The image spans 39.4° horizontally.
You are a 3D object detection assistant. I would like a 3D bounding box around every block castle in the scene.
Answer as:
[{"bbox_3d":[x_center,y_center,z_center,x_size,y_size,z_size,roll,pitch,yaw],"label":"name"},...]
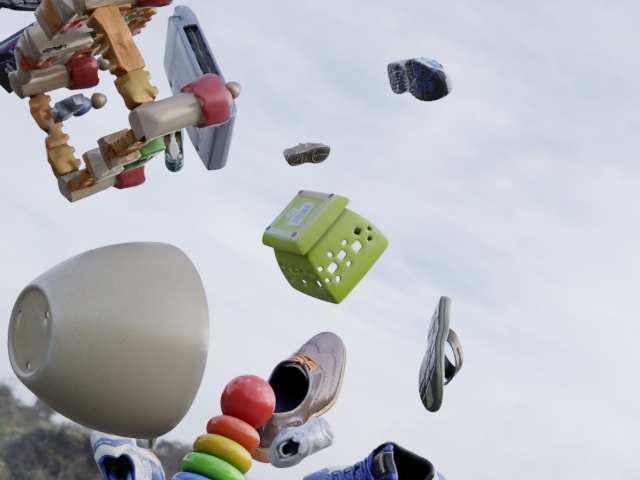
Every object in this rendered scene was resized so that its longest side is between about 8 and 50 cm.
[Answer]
[{"bbox_3d":[-0.345,-0.270,1.556,0.453,0.213,0.303,-23,-87,55],"label":"block castle"}]

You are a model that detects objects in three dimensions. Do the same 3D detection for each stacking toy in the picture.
[{"bbox_3d":[-0.159,0.355,1.379,0.141,0.330,0.141,20,-29,11],"label":"stacking toy"}]

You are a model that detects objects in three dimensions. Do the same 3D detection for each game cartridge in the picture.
[{"bbox_3d":[-0.246,-0.300,1.804,0.062,0.297,0.198,-16,-26,-19],"label":"game cartridge"}]

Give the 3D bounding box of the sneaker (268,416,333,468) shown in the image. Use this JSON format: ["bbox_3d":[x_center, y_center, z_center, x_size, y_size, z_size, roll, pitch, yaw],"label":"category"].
[{"bbox_3d":[-0.044,0.290,1.260,0.061,0.053,0.152,-17,-16,-37],"label":"sneaker"}]

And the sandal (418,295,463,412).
[{"bbox_3d":[0.294,0.260,2.089,0.086,0.302,0.120,18,-37,-3],"label":"sandal"}]

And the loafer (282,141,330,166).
[{"bbox_3d":[-0.035,-0.225,2.267,0.148,0.056,0.050,-11,42,-43],"label":"loafer"}]

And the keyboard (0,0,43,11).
[{"bbox_3d":[-0.563,-0.565,1.691,0.202,0.317,0.033,-12,-19,-45],"label":"keyboard"}]

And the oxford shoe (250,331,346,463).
[{"bbox_3d":[-0.030,0.274,1.747,0.130,0.363,0.132,23,-54,11],"label":"oxford shoe"}]

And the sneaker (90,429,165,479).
[{"bbox_3d":[-0.430,0.508,1.963,0.112,0.131,0.296,-19,-49,5],"label":"sneaker"}]

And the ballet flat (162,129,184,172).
[{"bbox_3d":[-0.405,-0.282,2.461,0.070,0.188,0.070,-11,-16,-3],"label":"ballet flat"}]

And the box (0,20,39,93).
[{"bbox_3d":[-0.594,-0.372,1.805,0.029,0.162,0.116,61,1,24],"label":"box"}]

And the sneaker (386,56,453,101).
[{"bbox_3d":[0.194,-0.303,1.628,0.081,0.080,0.211,-17,22,-13],"label":"sneaker"}]

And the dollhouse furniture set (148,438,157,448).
[{"bbox_3d":[-0.416,0.247,1.593,0.302,0.151,0.197,17,-43,3],"label":"dollhouse furniture set"}]

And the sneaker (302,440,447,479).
[{"bbox_3d":[0.104,0.489,1.855,0.316,0.127,0.182,-7,-39,9],"label":"sneaker"}]

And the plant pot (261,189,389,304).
[{"bbox_3d":[0.000,0.000,2.305,0.227,0.228,0.207,14,-32,55],"label":"plant pot"}]

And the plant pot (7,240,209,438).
[{"bbox_3d":[-0.313,0.130,1.233,0.191,0.284,0.284,11,-7,-42],"label":"plant pot"}]
